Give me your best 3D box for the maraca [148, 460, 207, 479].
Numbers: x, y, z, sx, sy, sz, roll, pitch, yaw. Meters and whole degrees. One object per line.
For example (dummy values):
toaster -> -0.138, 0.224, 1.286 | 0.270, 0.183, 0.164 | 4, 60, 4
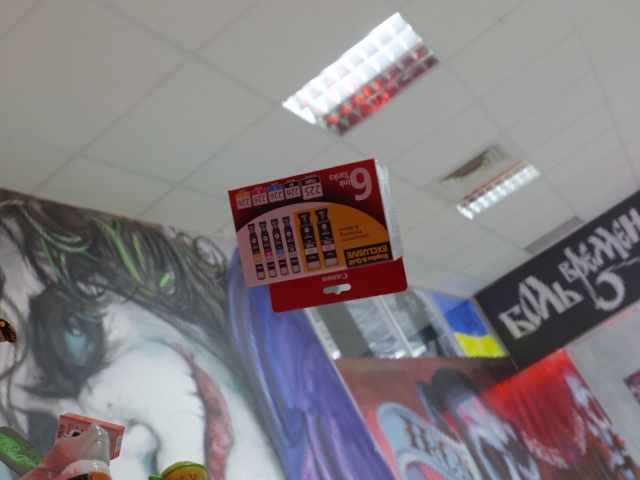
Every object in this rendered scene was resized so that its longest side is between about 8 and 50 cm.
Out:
maraca -> -0.392, 0.653, 2.118 | 0.185, 0.099, 0.127 | -8, -60, -25

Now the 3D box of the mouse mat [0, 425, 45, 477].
mouse mat -> -0.723, 0.503, 1.874 | 0.007, 0.189, 0.152 | -59, -14, 1

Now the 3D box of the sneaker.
sneaker -> -0.469, 0.414, 1.431 | 0.262, 0.121, 0.099 | -26, -44, 26

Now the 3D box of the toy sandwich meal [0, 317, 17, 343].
toy sandwich meal -> -0.822, 0.238, 2.044 | 0.029, 0.085, 0.085 | -41, -6, -47

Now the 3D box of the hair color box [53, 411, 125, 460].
hair color box -> -0.511, 0.433, 1.745 | 0.141, 0.072, 0.043 | 12, 0, 10

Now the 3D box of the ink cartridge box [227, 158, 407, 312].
ink cartridge box -> 0.000, 0.000, 1.588 | 0.309, 0.272, 0.130 | -12, -1, 16
